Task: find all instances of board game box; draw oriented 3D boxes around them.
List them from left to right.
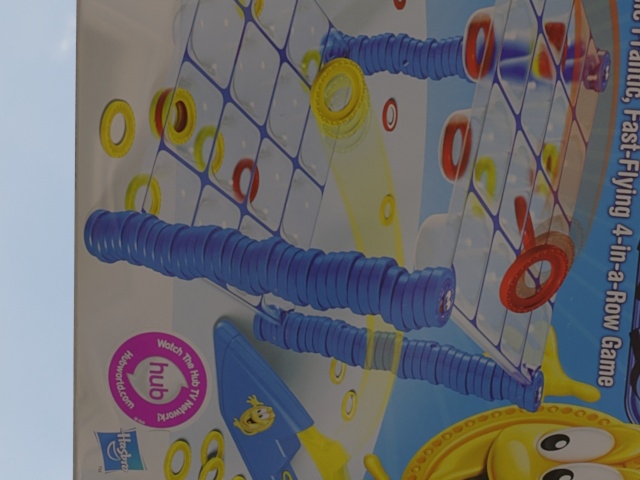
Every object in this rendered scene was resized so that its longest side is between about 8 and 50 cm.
[{"bbox_3d":[0.063,-0.045,0.584,0.086,0.302,0.308,-54,147,-73],"label":"board game box"}]
